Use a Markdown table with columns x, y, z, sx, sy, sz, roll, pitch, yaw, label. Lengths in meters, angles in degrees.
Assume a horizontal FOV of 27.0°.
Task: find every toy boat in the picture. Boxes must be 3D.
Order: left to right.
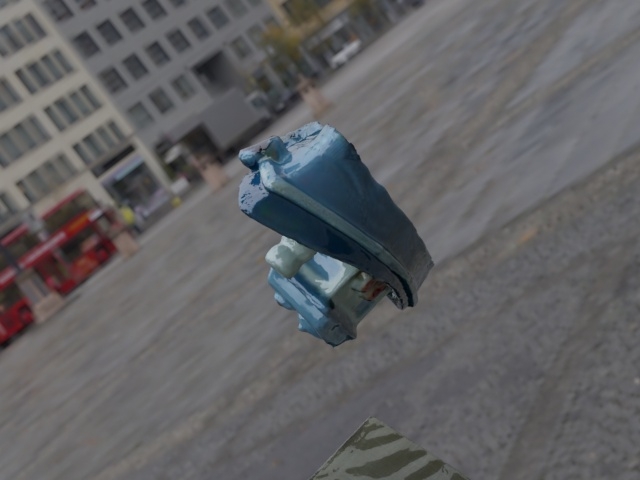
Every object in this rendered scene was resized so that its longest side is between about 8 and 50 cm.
| x | y | z | sx | sy | sz | roll | pitch | yaw | label |
| --- | --- | --- | --- | --- | --- | --- | --- | --- | --- |
| 0.000 | 0.000 | 0.803 | 0.098 | 0.109 | 0.238 | -45 | -21 | -2 | toy boat |

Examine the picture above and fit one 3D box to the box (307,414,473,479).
| x | y | z | sx | sy | sz | roll | pitch | yaw | label |
| --- | --- | --- | --- | --- | --- | --- | --- | --- | --- |
| 0.099 | 0.346 | 1.524 | 0.155 | 0.231 | 0.149 | -40 | -28 | -44 | box |
